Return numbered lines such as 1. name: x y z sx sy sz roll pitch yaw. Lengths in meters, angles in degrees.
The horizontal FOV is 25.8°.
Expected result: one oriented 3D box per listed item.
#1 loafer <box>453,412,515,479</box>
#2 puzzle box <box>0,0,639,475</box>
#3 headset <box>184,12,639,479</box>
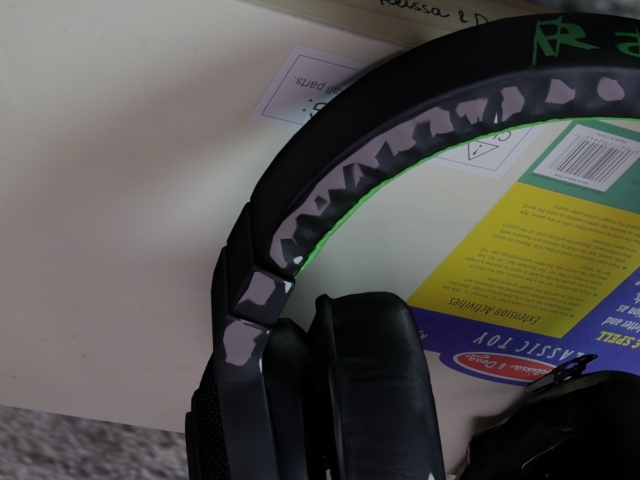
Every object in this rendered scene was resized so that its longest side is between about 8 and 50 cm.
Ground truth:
1. loafer: 0.088 0.117 0.677 0.050 0.056 0.148 17 127 -27
2. puzzle box: 0.000 0.000 0.592 0.409 0.052 0.272 13 139 -25
3. headset: 0.052 0.090 0.560 0.244 0.185 0.394 18 115 -15
